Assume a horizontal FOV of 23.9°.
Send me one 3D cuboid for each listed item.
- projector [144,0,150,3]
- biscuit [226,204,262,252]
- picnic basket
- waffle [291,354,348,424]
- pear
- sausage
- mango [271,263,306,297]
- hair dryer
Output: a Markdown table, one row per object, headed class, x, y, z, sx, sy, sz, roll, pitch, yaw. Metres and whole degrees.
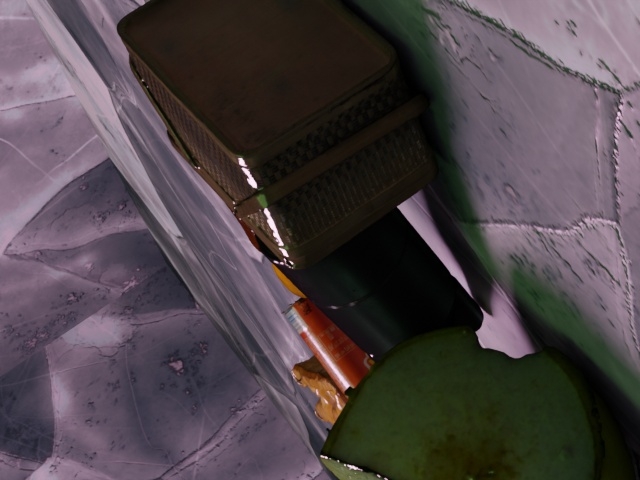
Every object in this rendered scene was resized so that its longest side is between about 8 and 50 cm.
| class | x | y | z | sx | sy | sz | roll | pitch | yaw |
| --- | --- | --- | --- | --- | --- | --- | --- | --- | --- |
| projector | -0.098 | -0.196 | 1.485 | 0.108 | 0.108 | 0.337 | 49 | 168 | 34 |
| biscuit | -0.092 | -0.034 | 2.166 | 0.192 | 0.049 | 0.192 | 52 | 174 | 8 |
| picnic basket | -0.035 | -0.118 | 1.260 | 0.267 | 0.165 | 0.139 | 46 | 165 | 43 |
| waffle | 0.092 | 0.337 | 2.424 | 0.348 | 0.077 | 0.304 | 57 | 169 | -7 |
| pear | 0.176 | 0.212 | 1.328 | 0.292 | 0.159 | 0.292 | 29 | 159 | 12 |
| sausage | 0.052 | 0.184 | 2.106 | 0.264 | 0.083 | 0.083 | 53 | 170 | 4 |
| mango | -0.027 | 0.028 | 1.975 | 0.190 | 0.075 | 0.098 | 147 | 105 | -84 |
| hair dryer | 0.000 | 0.000 | 1.436 | 0.302 | 0.116 | 0.244 | 37 | 171 | 47 |
